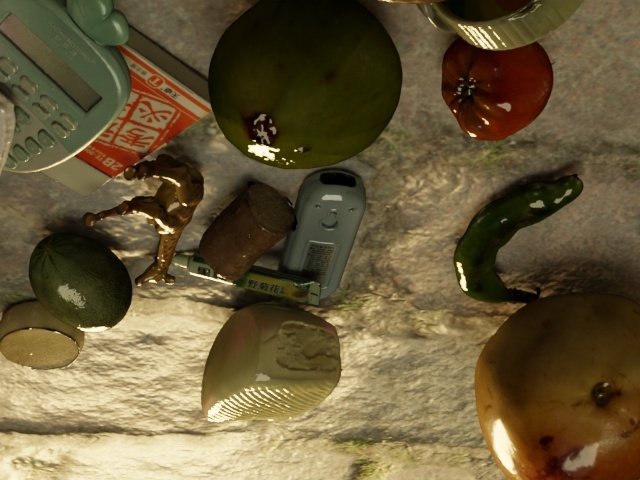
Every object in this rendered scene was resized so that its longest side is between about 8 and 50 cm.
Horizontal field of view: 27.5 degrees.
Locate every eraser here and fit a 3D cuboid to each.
[{"bbox_3d":[-0.253,-0.146,1.491,0.230,0.038,0.157,-30,134,32],"label":"eraser"}]

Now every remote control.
[{"bbox_3d":[0.000,0.000,1.694,0.087,0.047,0.244,8,141,-7],"label":"remote control"}]

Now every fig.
[{"bbox_3d":[-0.024,-0.152,1.353,0.203,0.225,0.203,9,126,12],"label":"fig"}]

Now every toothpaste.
[{"bbox_3d":[-0.098,0.047,1.727,0.204,0.031,0.049,14,140,7],"label":"toothpaste"}]

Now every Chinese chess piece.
[{"bbox_3d":[-0.394,0.134,1.845,0.122,0.051,0.122,-1,145,-1],"label":"Chinese chess piece"}]

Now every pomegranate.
[{"bbox_3d":[0.351,0.213,1.811,0.319,0.319,0.319,-2,143,-1],"label":"pomegranate"}]

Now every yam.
[{"bbox_3d":[-0.096,-0.009,1.649,0.084,0.084,0.127,22,133,-29],"label":"yam"}]

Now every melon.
[{"bbox_3d":[-0.307,0.056,1.696,0.114,0.114,0.167,-21,138,22],"label":"melon"}]

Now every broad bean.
[{"bbox_3d":[0.249,0.005,1.722,0.144,0.049,0.292,-4,146,-8],"label":"broad bean"}]

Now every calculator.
[{"bbox_3d":[-0.303,-0.177,1.399,0.184,0.042,0.295,44,129,-15],"label":"calculator"}]

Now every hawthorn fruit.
[{"bbox_3d":[0.199,-0.169,1.423,0.140,0.125,0.125,17,139,-22],"label":"hawthorn fruit"}]

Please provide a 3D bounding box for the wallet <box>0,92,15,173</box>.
[{"bbox_3d":[-0.421,-0.143,1.425,0.183,0.032,0.124,30,129,4],"label":"wallet"}]

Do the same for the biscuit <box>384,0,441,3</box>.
[{"bbox_3d":[0.050,-0.387,1.046,0.394,0.070,0.350,40,122,-12],"label":"biscuit"}]

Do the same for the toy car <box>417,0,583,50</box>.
[{"bbox_3d":[0.163,-0.269,1.209,0.235,0.235,0.145,-25,138,27],"label":"toy car"}]

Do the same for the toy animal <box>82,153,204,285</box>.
[{"bbox_3d":[-0.200,-0.024,1.627,0.149,0.054,0.275,-37,159,-6],"label":"toy animal"}]

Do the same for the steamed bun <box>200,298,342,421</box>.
[{"bbox_3d":[-0.074,0.165,1.835,0.170,0.152,0.239,7,158,-23],"label":"steamed bun"}]
